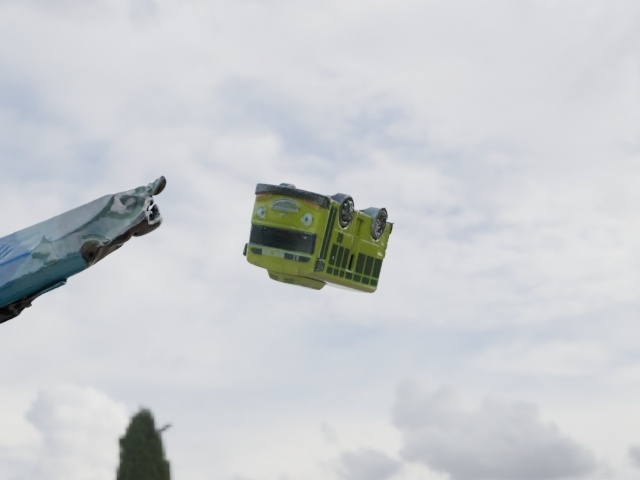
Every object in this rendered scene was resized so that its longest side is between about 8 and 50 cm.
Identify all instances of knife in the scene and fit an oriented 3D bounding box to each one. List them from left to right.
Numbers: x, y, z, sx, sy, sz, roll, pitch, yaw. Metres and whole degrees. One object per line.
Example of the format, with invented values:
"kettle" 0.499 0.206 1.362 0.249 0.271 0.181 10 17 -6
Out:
"knife" -0.190 0.044 0.420 0.297 0.044 0.026 -25 -57 -11

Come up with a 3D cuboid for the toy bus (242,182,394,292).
"toy bus" 0.000 0.000 1.114 0.088 0.101 0.175 12 -3 27
